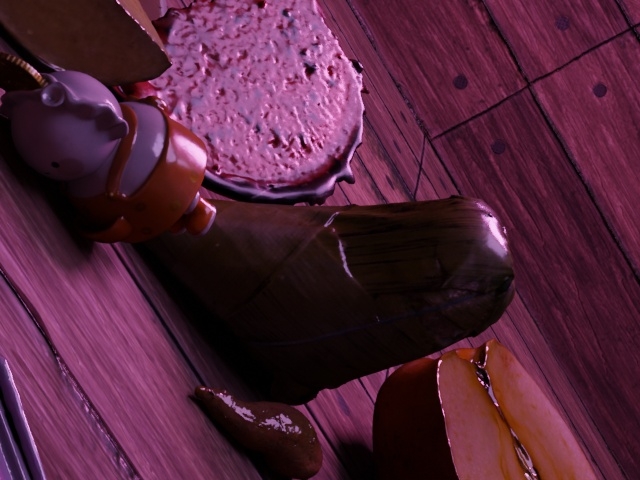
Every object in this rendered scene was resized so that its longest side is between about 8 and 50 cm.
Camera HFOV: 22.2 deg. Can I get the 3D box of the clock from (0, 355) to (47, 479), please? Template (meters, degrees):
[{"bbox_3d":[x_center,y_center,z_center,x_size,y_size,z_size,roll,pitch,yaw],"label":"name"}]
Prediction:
[{"bbox_3d":[-0.232,0.158,1.016,0.193,0.073,0.144,66,14,18],"label":"clock"}]

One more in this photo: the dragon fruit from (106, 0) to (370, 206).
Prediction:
[{"bbox_3d":[-0.091,-0.147,1.864,0.343,0.100,0.282,-24,81,-38],"label":"dragon fruit"}]

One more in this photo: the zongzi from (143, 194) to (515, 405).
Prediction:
[{"bbox_3d":[0.000,0.000,1.671,0.360,0.323,0.160,46,28,-37],"label":"zongzi"}]

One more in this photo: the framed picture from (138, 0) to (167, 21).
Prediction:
[{"bbox_3d":[-0.263,-0.343,1.995,0.273,0.016,0.216,52,16,-37],"label":"framed picture"}]

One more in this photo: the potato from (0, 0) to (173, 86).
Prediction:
[{"bbox_3d":[-0.283,-0.305,1.664,0.269,0.112,0.255,51,13,-47],"label":"potato"}]

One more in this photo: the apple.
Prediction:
[{"bbox_3d":[0.217,0.296,1.942,0.365,0.295,0.329,63,-15,11],"label":"apple"}]

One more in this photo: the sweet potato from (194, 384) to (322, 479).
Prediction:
[{"bbox_3d":[-0.048,0.189,1.638,0.226,0.068,0.068,46,21,-47],"label":"sweet potato"}]

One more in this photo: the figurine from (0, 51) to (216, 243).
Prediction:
[{"bbox_3d":[-0.199,-0.091,1.495,0.271,0.143,0.143,55,15,-30],"label":"figurine"}]
